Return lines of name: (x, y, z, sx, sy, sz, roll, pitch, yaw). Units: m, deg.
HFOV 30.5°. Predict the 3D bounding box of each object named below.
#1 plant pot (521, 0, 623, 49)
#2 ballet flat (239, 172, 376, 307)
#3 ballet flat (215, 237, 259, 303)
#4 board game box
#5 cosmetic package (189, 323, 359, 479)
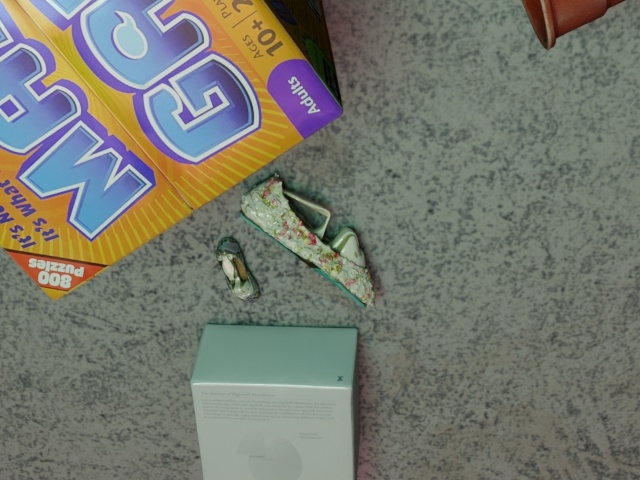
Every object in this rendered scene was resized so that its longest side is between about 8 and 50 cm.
plant pot: (0.310, -0.365, 1.174, 0.265, 0.272, 0.272, -19, 121, 8)
ballet flat: (0.000, 0.000, 1.553, 0.241, 0.091, 0.077, 37, 98, -23)
ballet flat: (-0.117, 0.051, 1.621, 0.041, 0.041, 0.114, -13, 123, 14)
board game box: (-0.230, -0.237, 1.211, 0.356, 0.356, 0.356, -32, 116, 13)
cosmetic package: (-0.058, 0.247, 1.691, 0.224, 0.138, 0.225, 2, 126, 5)
